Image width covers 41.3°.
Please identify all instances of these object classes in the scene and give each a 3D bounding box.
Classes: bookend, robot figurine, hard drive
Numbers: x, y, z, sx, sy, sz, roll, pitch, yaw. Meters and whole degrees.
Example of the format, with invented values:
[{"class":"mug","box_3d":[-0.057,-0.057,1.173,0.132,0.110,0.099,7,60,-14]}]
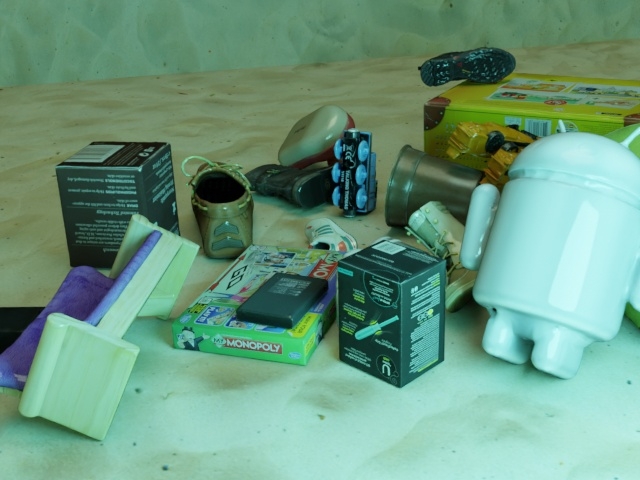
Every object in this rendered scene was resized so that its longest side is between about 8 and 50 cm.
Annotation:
[{"class":"bookend","box_3d":[-0.485,0.162,1.227,0.157,0.072,0.156,-1,23,3]},{"class":"robot figurine","box_3d":[0.385,-0.154,1.636,0.291,0.085,0.211,3,37,-42]},{"class":"robot figurine","box_3d":[0.330,0.004,1.158,0.299,0.354,0.199,16,-6,31]},{"class":"hard drive","box_3d":[-0.057,0.090,1.296,0.094,0.022,0.135,7,25,22]}]

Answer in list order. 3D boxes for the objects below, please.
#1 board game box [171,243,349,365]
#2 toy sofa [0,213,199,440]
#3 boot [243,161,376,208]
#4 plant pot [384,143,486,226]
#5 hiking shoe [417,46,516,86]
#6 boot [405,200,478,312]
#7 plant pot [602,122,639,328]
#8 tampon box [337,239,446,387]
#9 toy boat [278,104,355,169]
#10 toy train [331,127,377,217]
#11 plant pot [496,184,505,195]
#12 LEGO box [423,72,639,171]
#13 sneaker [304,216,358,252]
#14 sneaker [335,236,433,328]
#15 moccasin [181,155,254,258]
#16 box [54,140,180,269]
[{"class":"board game box","box_3d":[-0.073,0.093,1.381,0.213,0.046,0.317,4,23,18]},{"class":"toy sofa","box_3d":[-0.309,0.095,1.193,0.177,0.150,0.362,25,23,-4]},{"class":"boot","box_3d":[-0.034,-0.144,1.897,0.263,0.091,0.229,-16,21,-37]},{"class":"plant pot","box_3d":[0.229,-0.090,1.656,0.165,0.167,0.167,13,27,18]},{"class":"hiking shoe","box_3d":[0.345,-0.422,2.015,0.226,0.086,0.114,-4,26,1]},{"class":"boot","box_3d":[0.202,0.020,1.378,0.165,0.077,0.213,46,32,8]},{"class":"plant pot","box_3d":[0.518,0.015,1.273,0.274,0.275,0.294,-2,38,3]},{"class":"tampon box","box_3d":[0.100,0.100,1.190,0.120,0.161,0.101,20,31,41]},{"class":"toy boat","box_3d":[0.012,-0.219,2.018,0.231,0.151,0.151,-15,42,61]},{"class":"toy train","box_3d":[0.073,-0.142,1.760,0.080,0.184,0.105,7,14,25]},{"class":"plant pot","box_3d":[0.392,-0.112,1.768,0.081,0.083,0.081,0,23,6]},{"class":"LEGO box","box_3d":[0.531,-0.244,1.925,0.500,0.193,0.372,10,26,30]},{"class":"sneaker","box_3d":[0.000,0.000,1.578,0.075,0.057,0.161,-10,26,-30]},{"class":"sneaker","box_3d":[0.107,0.059,1.361,0.115,0.105,0.281,8,24,24]},{"class":"moccasin","box_3d":[-0.208,-0.095,1.717,0.139,0.147,0.380,-4,22,-2]},{"class":"box","box_3d":[-0.376,-0.069,1.601,0.167,0.203,0.168,1,23,10]}]
